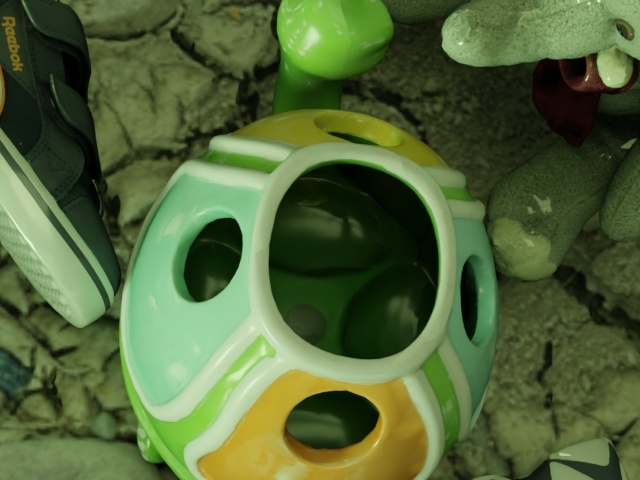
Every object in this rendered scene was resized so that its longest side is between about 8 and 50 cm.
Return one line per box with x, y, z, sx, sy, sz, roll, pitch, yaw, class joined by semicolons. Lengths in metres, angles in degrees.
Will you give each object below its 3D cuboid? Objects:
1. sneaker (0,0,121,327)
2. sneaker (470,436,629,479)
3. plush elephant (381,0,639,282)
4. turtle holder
-0.198;-0.098;0.938;0.127;0.126;0.321;-32;72;-17;sneaker
0.116;0.231;0.922;0.235;0.094;0.153;-13;68;-28;sneaker
0.179;-0.138;0.863;0.330;0.255;0.271;-20;84;16;plush elephant
0.013;0.014;0.903;0.243;0.227;0.320;32;69;0;turtle holder
